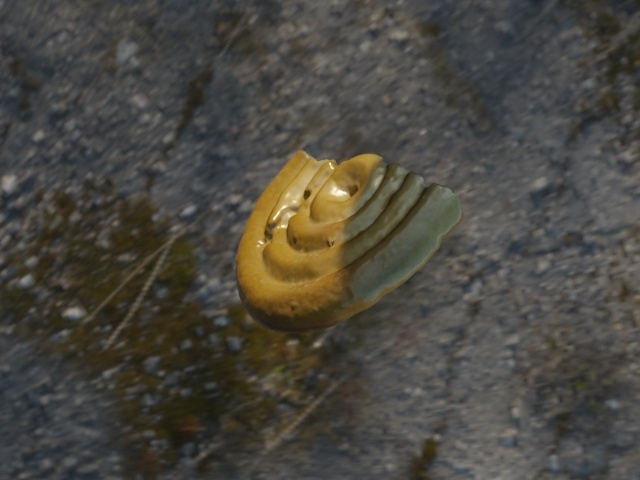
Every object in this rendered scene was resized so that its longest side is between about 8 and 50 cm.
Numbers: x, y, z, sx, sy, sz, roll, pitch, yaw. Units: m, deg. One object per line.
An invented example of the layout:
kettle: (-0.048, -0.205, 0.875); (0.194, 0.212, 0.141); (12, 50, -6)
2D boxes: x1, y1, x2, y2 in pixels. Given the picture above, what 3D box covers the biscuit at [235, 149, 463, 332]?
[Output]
biscuit: (-0.001, -0.001, 1.148); (0.033, 0.224, 0.144); (44, 80, -27)
